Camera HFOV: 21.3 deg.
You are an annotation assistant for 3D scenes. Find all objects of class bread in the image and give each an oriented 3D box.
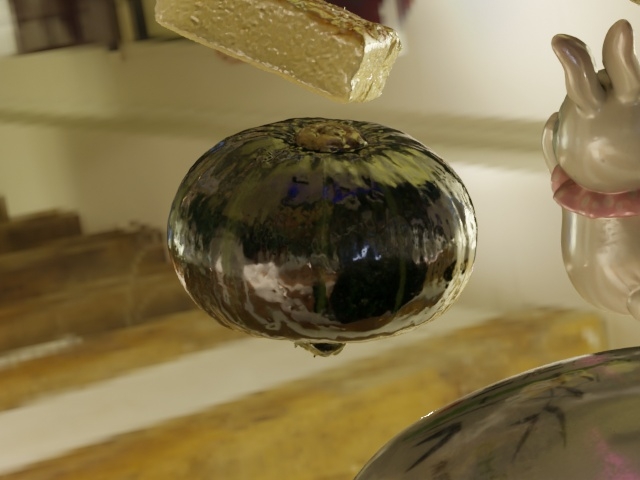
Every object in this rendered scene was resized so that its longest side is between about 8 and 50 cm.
[{"bbox_3d":[-0.036,-0.177,1.410,0.188,0.068,0.125,24,-169,10],"label":"bread"}]

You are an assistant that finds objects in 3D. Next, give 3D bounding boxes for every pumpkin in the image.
[{"bbox_3d":[0.000,-0.003,0.926,0.167,0.125,0.167,5,-147,-3],"label":"pumpkin"}]

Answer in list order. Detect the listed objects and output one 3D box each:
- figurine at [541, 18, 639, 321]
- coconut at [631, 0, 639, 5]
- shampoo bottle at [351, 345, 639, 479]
[{"bbox_3d":[0.226,-0.071,1.270,0.127,0.235,0.155,-5,-152,24],"label":"figurine"},{"bbox_3d":[0.285,-0.290,1.351,0.194,0.194,0.194,-9,-168,2],"label":"coconut"},{"bbox_3d":[0.150,0.183,0.770,0.266,0.273,0.273,-24,-171,10],"label":"shampoo bottle"}]
